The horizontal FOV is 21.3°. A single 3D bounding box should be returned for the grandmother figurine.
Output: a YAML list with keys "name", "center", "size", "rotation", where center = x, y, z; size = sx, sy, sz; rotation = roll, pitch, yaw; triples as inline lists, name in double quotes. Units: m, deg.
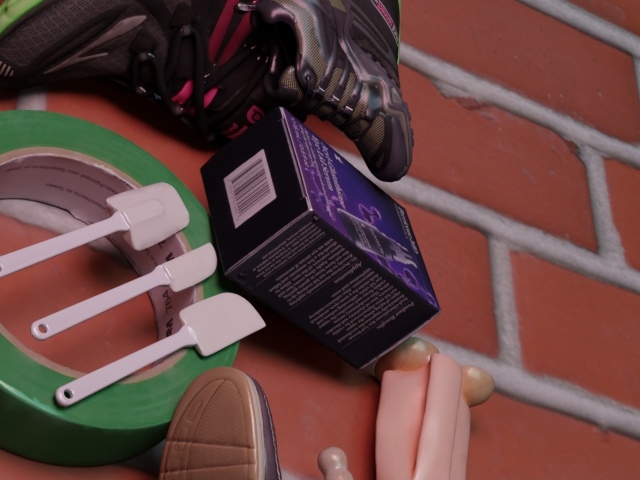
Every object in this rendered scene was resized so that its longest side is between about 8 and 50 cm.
- name: "grandmother figurine"
  center: [0.088, 0.246, 1.556]
  size: [0.208, 0.104, 0.342]
  rotation: [20, 44, -14]

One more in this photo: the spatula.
- name: "spatula"
  center: [-0.170, 0.043, 1.455]
  size: [0.242, 0.019, 0.168]
  rotation: [-24, 80, -47]

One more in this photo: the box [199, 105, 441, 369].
- name: "box"
  center: [0.000, 0.000, 1.608]
  size: [0.207, 0.108, 0.153]
  rotation: [36, 25, -40]

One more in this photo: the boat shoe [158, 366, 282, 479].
- name: "boat shoe"
  center: [-0.067, 0.249, 1.404]
  size: [0.092, 0.103, 0.285]
  rotation: [16, 66, -54]

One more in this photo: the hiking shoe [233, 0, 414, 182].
- name: "hiking shoe"
  center: [0.001, -0.144, 1.630]
  size: [0.114, 0.086, 0.227]
  rotation: [-32, 96, -26]

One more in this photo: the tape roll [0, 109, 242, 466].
- name: "tape roll"
  center: [-0.223, 0.037, 1.484]
  size: [0.321, 0.077, 0.321]
  rotation: [22, 46, -24]

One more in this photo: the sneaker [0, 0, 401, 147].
- name: "sneaker"
  center: [-0.106, -0.191, 1.680]
  size: [0.483, 0.185, 0.202]
  rotation: [-7, 75, -31]
